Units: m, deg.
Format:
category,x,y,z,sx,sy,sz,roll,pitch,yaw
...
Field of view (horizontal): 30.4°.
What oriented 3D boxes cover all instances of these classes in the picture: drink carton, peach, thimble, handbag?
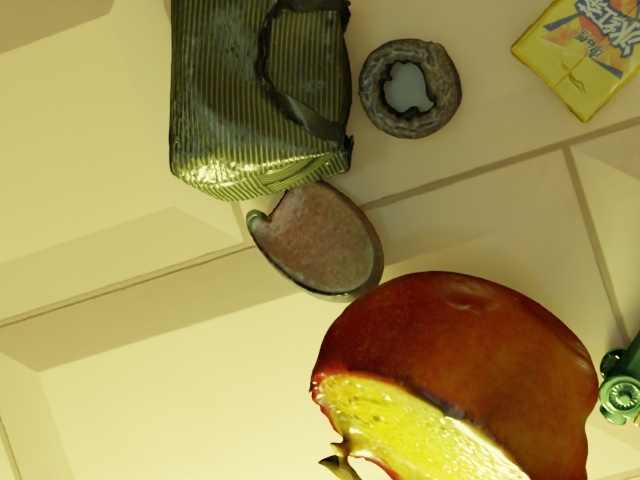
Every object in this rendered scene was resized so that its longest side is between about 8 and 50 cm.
category,x,y,z,sx,sy,sz,roll,pitch,yaw
drink carton,0.437,-0.339,1.625,0.154,0.111,0.351,45,103,3
peach,0.200,0.215,1.634,0.406,0.310,0.335,25,138,17
thimble,0.130,-0.220,1.701,0.150,0.098,0.150,2,98,11
handbag,-0.075,-0.227,1.661,0.240,0.247,0.340,-1,87,9

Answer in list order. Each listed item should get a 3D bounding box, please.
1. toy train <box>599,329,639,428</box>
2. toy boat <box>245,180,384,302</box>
category,x,y,z,sx,sy,sz,roll,pitch,yaw
toy train,0.510,0.161,1.654,0.177,0.116,0.285,27,113,1
toy boat,0.000,0.000,1.772,0.227,0.085,0.155,40,94,15
